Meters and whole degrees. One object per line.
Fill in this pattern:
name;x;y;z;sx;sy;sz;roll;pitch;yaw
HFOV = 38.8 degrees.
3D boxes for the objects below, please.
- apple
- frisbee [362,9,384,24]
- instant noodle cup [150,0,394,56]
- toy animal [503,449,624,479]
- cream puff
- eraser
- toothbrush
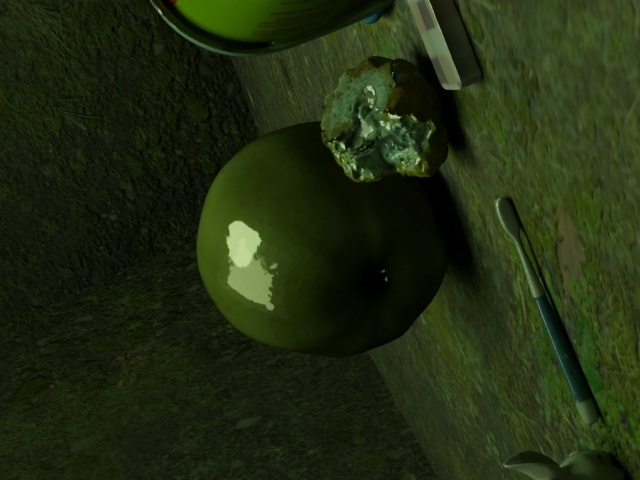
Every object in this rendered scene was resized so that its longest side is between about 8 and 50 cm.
apple;0.000;0.000;1.305;0.357;0.357;0.357;155;90;-84
frisbee;0.009;-0.366;1.069;0.242;0.045;0.242;62;172;16
instant noodle cup;-0.007;-0.287;0.633;0.294;0.294;0.308;66;167;-10
toy animal;0.291;0.292;1.023;0.131;0.127;0.181;69;-171;28
cream puff;0.081;-0.134;1.056;0.121;0.156;0.156;-78;-23;-43
eraser;0.121;-0.201;0.894;0.105;0.026;0.065;66;172;-13
toothbrush;0.246;0.078;0.993;0.025;0.019;0.275;-116;2;-81
